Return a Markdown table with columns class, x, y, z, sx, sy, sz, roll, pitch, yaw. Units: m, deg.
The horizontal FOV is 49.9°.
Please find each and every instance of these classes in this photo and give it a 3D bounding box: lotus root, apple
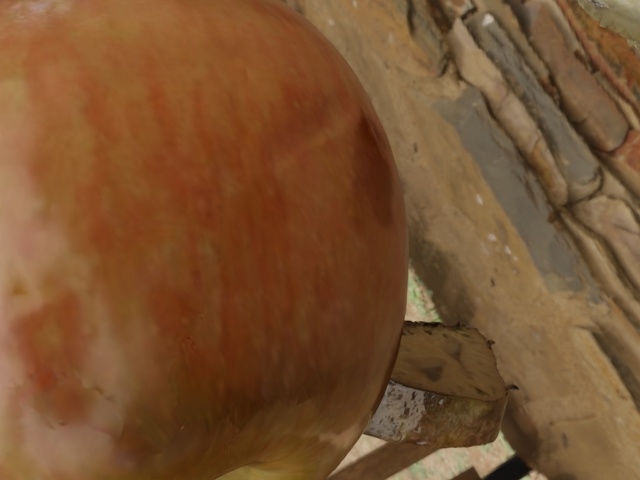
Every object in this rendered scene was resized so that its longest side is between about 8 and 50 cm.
| class | x | y | z | sx | sy | sz | roll | pitch | yaw |
| --- | --- | --- | --- | --- | --- | --- | --- | --- | --- |
| lotus root | 0.104 | 0.139 | 0.691 | 0.170 | 0.261 | 0.074 | 36 | 115 | 56 |
| apple | -0.127 | 0.026 | 0.471 | 0.391 | 0.392 | 0.346 | 96 | 152 | -68 |

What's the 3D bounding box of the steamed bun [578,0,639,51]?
| class | x | y | z | sx | sy | sz | roll | pitch | yaw |
| --- | --- | --- | --- | --- | --- | --- | --- | --- | --- |
| steamed bun | 0.487 | -0.252 | 0.730 | 0.394 | 0.237 | 0.346 | 25 | -154 | -23 |
